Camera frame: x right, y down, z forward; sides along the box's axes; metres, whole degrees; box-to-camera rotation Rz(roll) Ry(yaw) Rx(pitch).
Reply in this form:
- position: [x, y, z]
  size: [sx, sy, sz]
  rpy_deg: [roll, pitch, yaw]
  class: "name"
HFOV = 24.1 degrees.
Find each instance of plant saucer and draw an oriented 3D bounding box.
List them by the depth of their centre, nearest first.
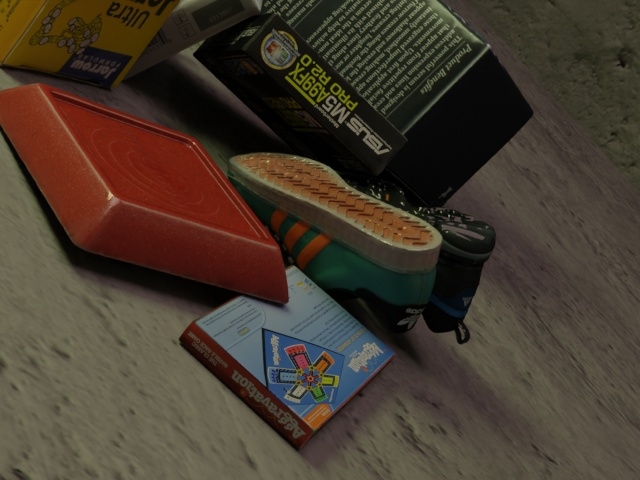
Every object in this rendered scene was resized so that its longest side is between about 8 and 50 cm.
- position: [-0.166, -0.056, 1.442]
  size: [0.259, 0.048, 0.258]
  rpy_deg: [17, 25, -42]
  class: "plant saucer"

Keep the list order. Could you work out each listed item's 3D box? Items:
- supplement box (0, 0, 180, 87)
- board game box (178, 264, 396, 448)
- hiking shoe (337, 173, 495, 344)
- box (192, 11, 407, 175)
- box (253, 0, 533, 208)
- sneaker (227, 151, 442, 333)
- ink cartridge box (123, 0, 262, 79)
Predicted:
- position: [-0.331, -0.362, 1.649]
  size: [0.356, 0.195, 0.194]
  rpy_deg: [48, 20, 22]
  class: "supplement box"
- position: [-0.023, 0.102, 1.423]
  size: [0.145, 0.027, 0.281]
  rpy_deg: [40, 18, 8]
  class: "board game box"
- position: [0.061, 0.007, 1.695]
  size: [0.113, 0.132, 0.304]
  rpy_deg: [3, 16, -38]
  class: "hiking shoe"
- position: [-0.031, -0.174, 1.794]
  size: [0.216, 0.060, 0.270]
  rpy_deg: [43, -8, -17]
  class: "box"
- position: [0.067, -0.272, 2.085]
  size: [0.395, 0.212, 0.293]
  rpy_deg: [48, 5, 22]
  class: "box"
- position: [0.000, 0.000, 1.616]
  size: [0.108, 0.121, 0.302]
  rpy_deg: [-13, 33, -41]
  class: "sneaker"
- position: [-0.160, -0.284, 1.812]
  size: [0.066, 0.189, 0.232]
  rpy_deg: [60, 12, -23]
  class: "ink cartridge box"
